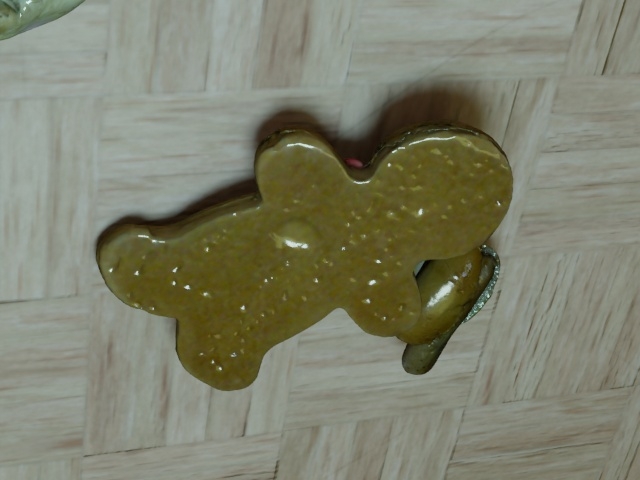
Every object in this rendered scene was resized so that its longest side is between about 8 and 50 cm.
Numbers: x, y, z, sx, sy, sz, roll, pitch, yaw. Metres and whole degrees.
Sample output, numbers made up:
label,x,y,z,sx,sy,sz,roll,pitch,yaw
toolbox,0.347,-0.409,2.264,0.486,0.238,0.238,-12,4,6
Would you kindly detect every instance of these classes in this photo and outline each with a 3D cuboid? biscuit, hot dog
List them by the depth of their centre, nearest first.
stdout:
label,x,y,z,sx,sy,sz,roll,pitch,yaw
biscuit,0.000,0.000,1.146,0.340,0.047,0.216,-29,121,16
hot dog,0.111,0.060,1.266,0.140,0.060,0.090,-47,157,12

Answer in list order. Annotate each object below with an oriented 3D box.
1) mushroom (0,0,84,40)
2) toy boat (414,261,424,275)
label,x,y,z,sx,sy,sz,roll,pitch,yaw
mushroom,-0.206,-0.201,0.890,0.148,0.112,0.148,-4,101,-23
toy boat,0.075,-0.008,1.205,0.084,0.066,0.210,4,127,-24
